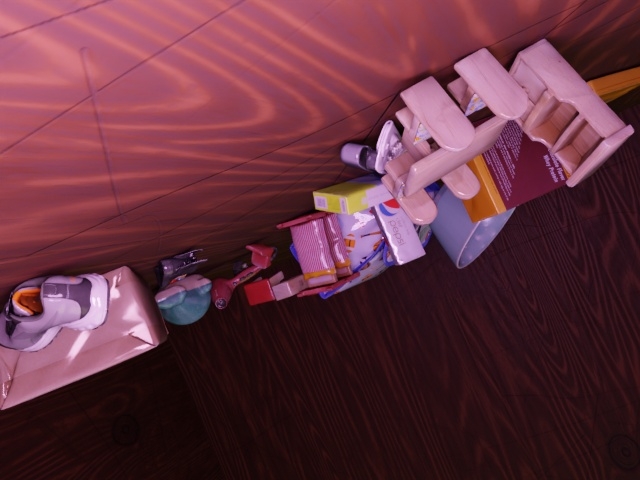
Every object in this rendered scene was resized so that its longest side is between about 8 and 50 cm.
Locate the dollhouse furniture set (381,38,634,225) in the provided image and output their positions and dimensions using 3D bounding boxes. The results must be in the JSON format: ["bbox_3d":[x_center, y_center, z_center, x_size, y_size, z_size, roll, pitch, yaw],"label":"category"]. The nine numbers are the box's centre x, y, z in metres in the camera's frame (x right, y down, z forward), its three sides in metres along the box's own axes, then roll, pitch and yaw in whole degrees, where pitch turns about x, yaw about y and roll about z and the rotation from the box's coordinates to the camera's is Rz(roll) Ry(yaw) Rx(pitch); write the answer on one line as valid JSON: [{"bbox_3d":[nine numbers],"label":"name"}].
[{"bbox_3d":[0.220,-0.112,0.720,0.242,0.161,0.212,-31,163,-12],"label":"dollhouse furniture set"}]

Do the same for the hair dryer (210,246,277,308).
[{"bbox_3d":[-0.281,0.122,1.927,0.223,0.080,0.293,-28,-159,39],"label":"hair dryer"}]

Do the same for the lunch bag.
[{"bbox_3d":[0.164,-0.025,1.735,0.385,0.239,0.328,-43,166,33],"label":"lunch bag"}]

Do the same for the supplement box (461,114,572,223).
[{"bbox_3d":[0.391,-0.166,1.232,0.194,0.191,0.129,-23,177,-11],"label":"supplement box"}]

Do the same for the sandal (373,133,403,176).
[{"bbox_3d":[0.153,-0.148,1.070,0.097,0.054,0.254,-23,177,-5],"label":"sandal"}]

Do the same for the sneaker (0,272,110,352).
[{"bbox_3d":[-0.435,0.103,0.884,0.271,0.100,0.108,-22,154,34],"label":"sneaker"}]

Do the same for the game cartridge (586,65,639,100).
[{"bbox_3d":[0.612,-0.324,1.449,0.285,0.053,0.323,-21,178,-33],"label":"game cartridge"}]

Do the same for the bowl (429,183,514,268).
[{"bbox_3d":[0.426,-0.090,1.664,0.311,0.163,0.311,-41,155,-24],"label":"bowl"}]

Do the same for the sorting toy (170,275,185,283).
[{"bbox_3d":[-0.431,0.117,1.700,0.083,0.012,0.062,-22,177,-25],"label":"sorting toy"}]

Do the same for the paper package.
[{"bbox_3d":[-0.491,0.195,1.201,0.309,0.168,0.325,-23,178,-14],"label":"paper package"}]

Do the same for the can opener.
[{"bbox_3d":[0.114,-0.121,0.930,0.093,0.074,0.280,16,178,23],"label":"can opener"}]

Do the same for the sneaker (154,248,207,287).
[{"bbox_3d":[-0.308,0.060,1.273,0.089,0.051,0.170,-17,171,-25],"label":"sneaker"}]

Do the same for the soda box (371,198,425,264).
[{"bbox_3d":[0.181,-0.050,1.446,0.074,0.216,0.069,-23,178,-3],"label":"soda box"}]

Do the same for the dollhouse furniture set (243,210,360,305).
[{"bbox_3d":[-0.096,0.058,1.583,0.374,0.201,0.152,-18,-179,37],"label":"dollhouse furniture set"}]

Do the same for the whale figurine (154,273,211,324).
[{"bbox_3d":[-0.426,0.191,1.782,0.216,0.141,0.272,-23,178,-4],"label":"whale figurine"}]

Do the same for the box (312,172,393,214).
[{"bbox_3d":[0.087,-0.100,1.191,0.178,0.042,0.109,-21,-159,-34],"label":"box"}]
